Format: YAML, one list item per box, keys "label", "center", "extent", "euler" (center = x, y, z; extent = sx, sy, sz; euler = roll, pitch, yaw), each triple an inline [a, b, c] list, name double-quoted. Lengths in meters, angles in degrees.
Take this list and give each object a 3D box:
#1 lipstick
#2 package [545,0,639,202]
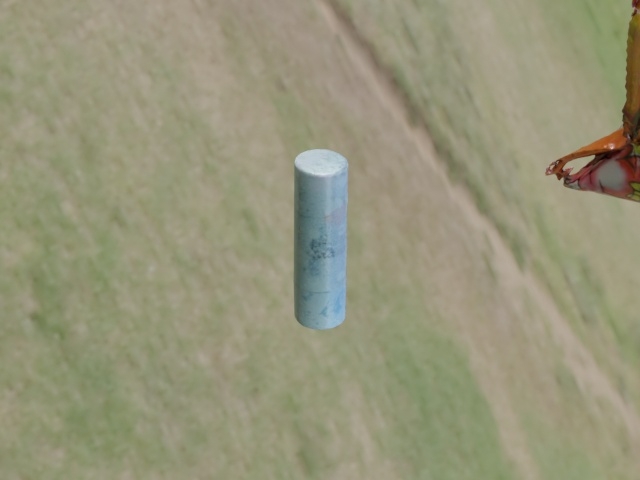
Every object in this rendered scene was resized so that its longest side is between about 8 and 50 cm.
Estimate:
- label: "lipstick"
  center: [0.000, 0.000, 1.316]
  extent: [0.048, 0.048, 0.158]
  euler: [-87, 178, -58]
- label: "package"
  center: [0.322, -0.095, 1.051]
  extent: [0.223, 0.288, 0.108]
  euler: [105, -8, -48]
